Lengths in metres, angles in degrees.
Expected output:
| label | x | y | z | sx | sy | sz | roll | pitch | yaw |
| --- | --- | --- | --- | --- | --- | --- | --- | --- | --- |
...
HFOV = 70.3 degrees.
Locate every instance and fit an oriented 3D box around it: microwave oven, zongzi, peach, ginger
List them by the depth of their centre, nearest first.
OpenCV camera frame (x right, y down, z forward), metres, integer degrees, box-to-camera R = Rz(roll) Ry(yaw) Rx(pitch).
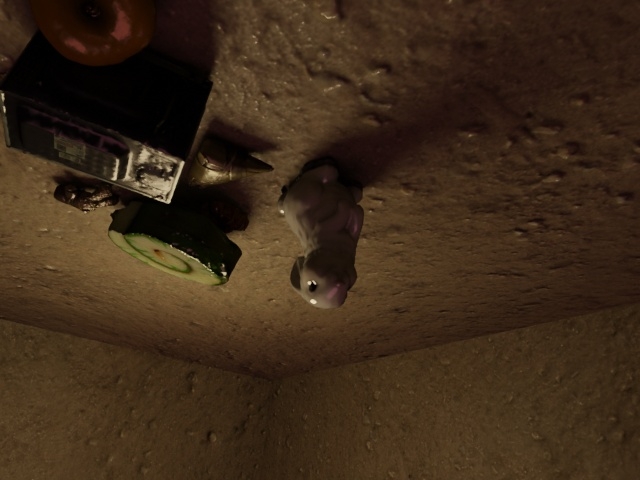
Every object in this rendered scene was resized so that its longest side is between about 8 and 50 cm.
| label | x | y | z | sx | sy | sz | roll | pitch | yaw |
| --- | --- | --- | --- | --- | --- | --- | --- | --- | --- |
| peach | -0.348 | -0.363 | 0.701 | 0.179 | 0.103 | 0.179 | -4 | 110 | -11 |
| microwave oven | -0.377 | -0.240 | 0.836 | 0.295 | 0.237 | 0.181 | 20 | 146 | -19 |
| zongzi | -0.225 | -0.168 | 1.111 | 0.176 | 0.078 | 0.160 | 15 | 154 | -26 |
| ginger | -0.282 | -0.074 | 1.289 | 0.103 | 0.073 | 0.162 | -12 | 152 | 21 |

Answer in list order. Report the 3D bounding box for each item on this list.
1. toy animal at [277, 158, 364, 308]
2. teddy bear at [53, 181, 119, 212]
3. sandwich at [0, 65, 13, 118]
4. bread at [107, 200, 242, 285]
| label | x | y | z | sx | sy | sz | roll | pitch | yaw |
| --- | --- | --- | --- | --- | --- | --- | --- | --- | --- |
| toy animal | 0.000 | 0.000 | 1.097 | 0.194 | 0.357 | 0.258 | 25 | 146 | -37 |
| teddy bear | -0.652 | -0.112 | 1.255 | 0.161 | 0.077 | 0.119 | 4 | 155 | -2 |
| sandwich | -0.586 | -0.286 | 1.002 | 0.117 | 0.144 | 0.187 | -9 | -176 | 22 |
| bread | -0.420 | 0.002 | 1.307 | 0.382 | 0.129 | 0.366 | 24 | 158 | -6 |
